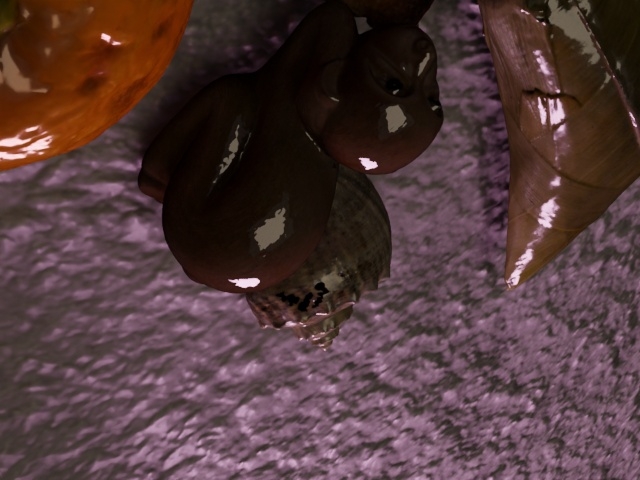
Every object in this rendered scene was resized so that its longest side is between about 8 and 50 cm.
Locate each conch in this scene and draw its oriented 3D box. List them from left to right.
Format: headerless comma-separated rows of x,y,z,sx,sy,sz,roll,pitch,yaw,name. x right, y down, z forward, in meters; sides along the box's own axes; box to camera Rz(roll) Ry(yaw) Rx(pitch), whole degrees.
0.000,0.000,0.784,0.155,0.130,0.207,-27,112,-56,conch

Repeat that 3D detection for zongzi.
0.196,-0.102,0.793,0.274,0.145,0.300,26,110,-35,zongzi

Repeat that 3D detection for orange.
-0.195,-0.165,0.461,0.261,0.261,0.261,-15,125,-22,orange

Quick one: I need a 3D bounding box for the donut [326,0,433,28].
0.070,-0.265,0.619,0.126,0.144,0.187,18,136,-16,donut

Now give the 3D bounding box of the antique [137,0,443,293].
-0.017,-0.065,0.643,0.257,0.143,0.121,-35,146,11,antique
